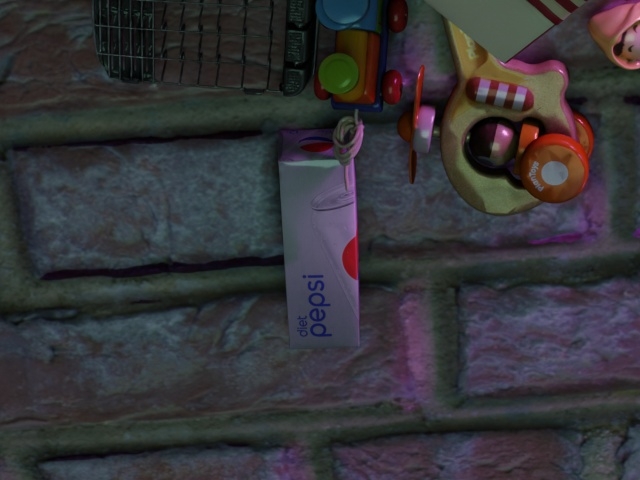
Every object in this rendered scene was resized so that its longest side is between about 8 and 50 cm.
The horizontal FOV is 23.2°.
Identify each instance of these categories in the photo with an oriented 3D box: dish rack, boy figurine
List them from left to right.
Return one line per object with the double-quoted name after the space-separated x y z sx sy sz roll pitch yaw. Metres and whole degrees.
-0.136 -0.275 1.867 0.271 0.074 0.208 4 119 0 "dish rack"
0.466 -0.238 1.873 0.285 0.092 0.177 13 122 -11 "boy figurine"

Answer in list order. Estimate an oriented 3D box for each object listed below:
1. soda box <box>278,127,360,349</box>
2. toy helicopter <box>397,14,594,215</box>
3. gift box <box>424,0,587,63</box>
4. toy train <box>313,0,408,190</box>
0.000 0.000 2.012 0.098 0.091 0.286 -2 120 1 "soda box"
0.183 -0.194 1.901 0.235 0.140 0.355 -14 109 19 "toy helicopter"
0.185 -0.393 1.699 0.258 0.276 0.255 34 127 -23 "gift box"
0.034 -0.182 1.825 0.105 0.143 0.248 5 92 12 "toy train"
